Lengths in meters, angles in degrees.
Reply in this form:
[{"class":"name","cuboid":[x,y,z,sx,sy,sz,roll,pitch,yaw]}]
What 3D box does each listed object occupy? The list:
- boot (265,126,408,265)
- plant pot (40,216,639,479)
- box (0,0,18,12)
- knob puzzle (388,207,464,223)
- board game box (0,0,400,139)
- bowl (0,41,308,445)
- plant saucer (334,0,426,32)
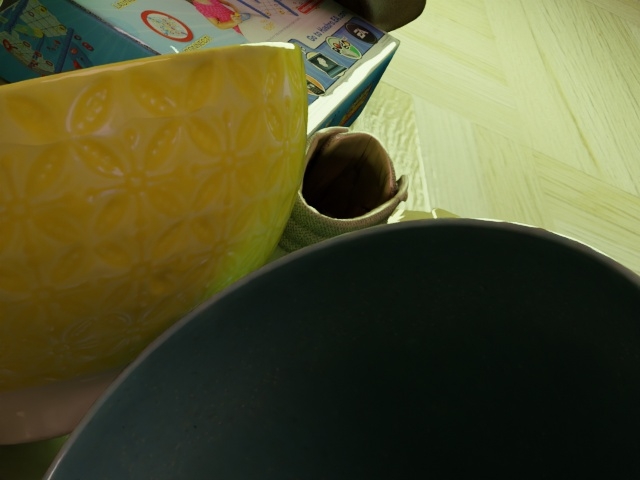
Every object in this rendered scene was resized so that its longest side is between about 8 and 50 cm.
[{"class":"boot","cuboid":[0.000,0.000,0.790,0.077,0.165,0.213,34,30,6]},{"class":"plant pot","cuboid":[0.043,0.162,0.506,0.195,0.290,0.290,55,9,-40]},{"class":"box","cuboid":[-0.260,-0.235,0.880,0.233,0.044,0.159,25,52,30]},{"class":"knob puzzle","cuboid":[0.130,0.045,0.985,0.213,0.030,0.213,22,29,-13]},{"class":"board game box","cuboid":[-0.114,-0.171,1.046,0.302,0.086,0.308,32,28,4]},{"class":"bowl","cuboid":[-0.134,0.010,0.629,0.289,0.290,0.156,-21,99,-55]},{"class":"plant saucer","cuboid":[-0.045,-0.280,1.181,0.311,0.050,0.310,30,-11,7]}]
